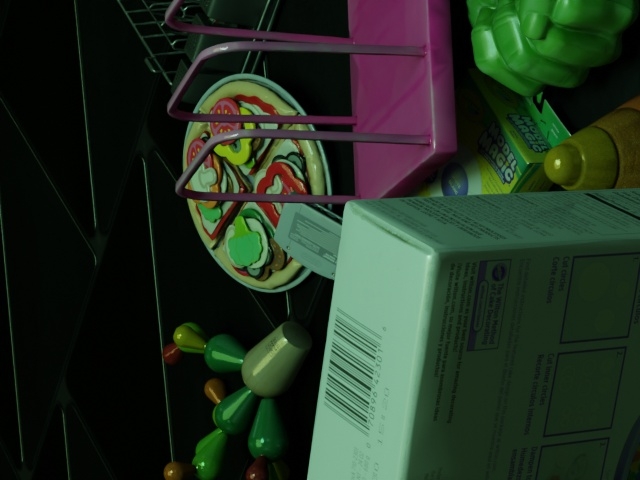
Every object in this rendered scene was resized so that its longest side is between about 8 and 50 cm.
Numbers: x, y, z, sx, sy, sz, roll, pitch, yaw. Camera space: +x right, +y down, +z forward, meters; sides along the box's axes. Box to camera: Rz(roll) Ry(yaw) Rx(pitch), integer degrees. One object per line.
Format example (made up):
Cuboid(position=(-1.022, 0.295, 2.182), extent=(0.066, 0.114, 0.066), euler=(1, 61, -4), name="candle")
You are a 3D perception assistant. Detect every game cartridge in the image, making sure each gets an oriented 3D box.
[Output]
Cuboid(position=(0.000, 0.000, 1.589), extent=(0.083, 0.017, 0.056), euler=(31, 118, 21), name="game cartridge")

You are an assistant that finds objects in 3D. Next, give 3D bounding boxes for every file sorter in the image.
Cuboid(position=(-0.018, -0.183, 1.404), extent=(0.202, 0.182, 0.291), euler=(141, 129, -70), name="file sorter")

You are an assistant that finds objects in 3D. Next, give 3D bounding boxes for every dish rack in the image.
Cuboid(position=(-0.131, -0.274, 1.748), extent=(0.271, 0.074, 0.208), euler=(56, 134, 41), name="dish rack")

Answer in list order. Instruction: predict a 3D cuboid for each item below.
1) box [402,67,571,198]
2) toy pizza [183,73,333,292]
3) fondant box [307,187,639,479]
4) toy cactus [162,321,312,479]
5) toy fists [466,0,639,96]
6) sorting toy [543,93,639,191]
Cuboid(position=(0.122, -0.050, 1.406), extent=(0.179, 0.043, 0.105), euler=(-59, 46, 38), name="box")
Cuboid(position=(-0.065, -0.050, 1.662), extent=(0.201, 0.032, 0.201), euler=(15, 112, 44), name="toy pizza")
Cuboid(position=(0.158, 0.096, 1.100), extent=(0.096, 0.330, 0.238), euler=(32, 118, 54), name="fondant box")
Cuboid(position=(-0.076, 0.140, 1.684), extent=(0.180, 0.112, 0.219), euler=(-52, 42, 32), name="toy cactus")
Cuboid(position=(0.182, -0.218, 1.253), extent=(0.279, 0.096, 0.142), euler=(-56, 49, 41), name="toy fists")
Cuboid(position=(0.241, -0.142, 1.142), extent=(0.127, 0.126, 0.366), euler=(58, 138, 37), name="sorting toy")
